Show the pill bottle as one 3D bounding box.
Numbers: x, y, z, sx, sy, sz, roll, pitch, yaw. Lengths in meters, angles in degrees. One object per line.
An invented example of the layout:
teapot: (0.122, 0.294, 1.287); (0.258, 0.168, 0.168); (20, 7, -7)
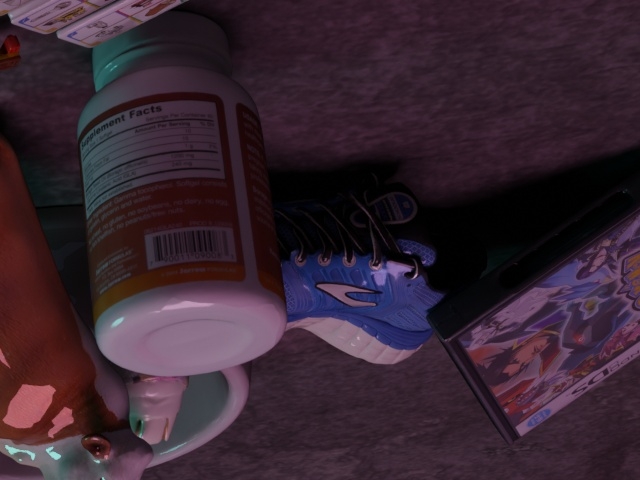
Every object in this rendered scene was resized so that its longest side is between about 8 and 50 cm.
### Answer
pill bottle: (-0.092, -0.032, 1.249); (0.121, 0.216, 0.121); (-7, 154, -3)

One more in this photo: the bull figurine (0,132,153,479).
bull figurine: (-0.239, 0.069, 1.382); (0.188, 0.310, 0.101); (-15, -167, 11)

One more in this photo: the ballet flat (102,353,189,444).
ballet flat: (-0.151, 0.130, 1.487); (0.077, 0.079, 0.221); (6, 148, -31)

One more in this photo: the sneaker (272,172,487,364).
sneaker: (0.000, 0.000, 1.485); (0.330, 0.129, 0.147); (9, 139, -46)

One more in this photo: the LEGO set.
LEGO set: (-0.219, -0.124, 1.158); (0.244, 0.060, 0.182); (-25, 170, 15)

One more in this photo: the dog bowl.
dog bowl: (-0.215, 0.100, 1.606); (0.349, 0.102, 0.349); (-7, 152, -4)

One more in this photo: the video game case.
video game case: (0.226, 0.051, 1.629); (0.248, 0.035, 0.275); (-34, 152, 0)
